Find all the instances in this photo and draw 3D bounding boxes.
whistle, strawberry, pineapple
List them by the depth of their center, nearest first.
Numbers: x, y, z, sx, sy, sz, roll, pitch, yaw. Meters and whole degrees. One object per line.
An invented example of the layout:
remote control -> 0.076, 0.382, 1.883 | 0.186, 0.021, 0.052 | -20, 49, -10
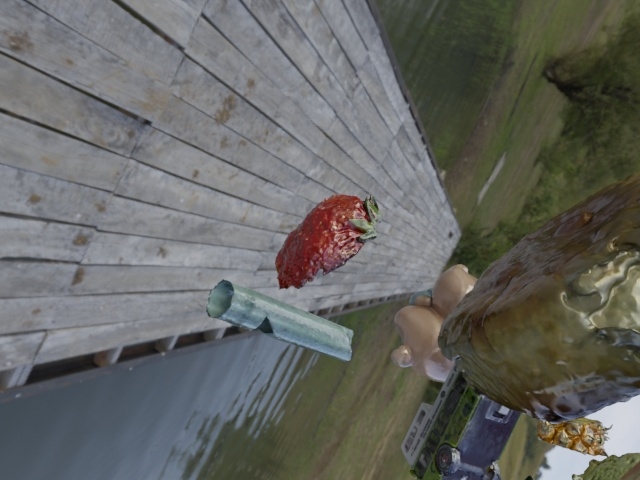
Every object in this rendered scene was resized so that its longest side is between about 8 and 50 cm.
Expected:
strawberry -> 0.000, 0.000, 0.638 | 0.187, 0.082, 0.146 | -39, 180, 21
whistle -> -0.045, 0.139, 0.767 | 0.312, 0.062, 0.062 | 30, 88, -43
pineapple -> 0.590, 0.442, 1.066 | 0.233, 0.135, 0.079 | 21, 70, -50

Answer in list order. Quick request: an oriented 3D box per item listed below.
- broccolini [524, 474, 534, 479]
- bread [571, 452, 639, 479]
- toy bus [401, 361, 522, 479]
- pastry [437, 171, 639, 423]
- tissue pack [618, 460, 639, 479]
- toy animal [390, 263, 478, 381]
broccolini -> 0.156, 0.454, 0.579 | 0.392, 0.074, 0.079 | -38, 149, -13
bread -> 0.713, 0.611, 1.018 | 0.238, 0.252, 0.196 | -32, 176, 26
toy bus -> 0.253, 0.276, 0.777 | 0.301, 0.113, 0.139 | -65, -162, 4
pastry -> 0.282, 0.055, 0.511 | 0.330, 0.136, 0.329 | -40, 176, -4
tissue pack -> 0.242, 0.226, 0.271 | 0.257, 0.123, 0.215 | -37, 115, -5
toy animal -> 0.290, 0.182, 1.015 | 0.221, 0.210, 0.229 | -38, -149, 43
